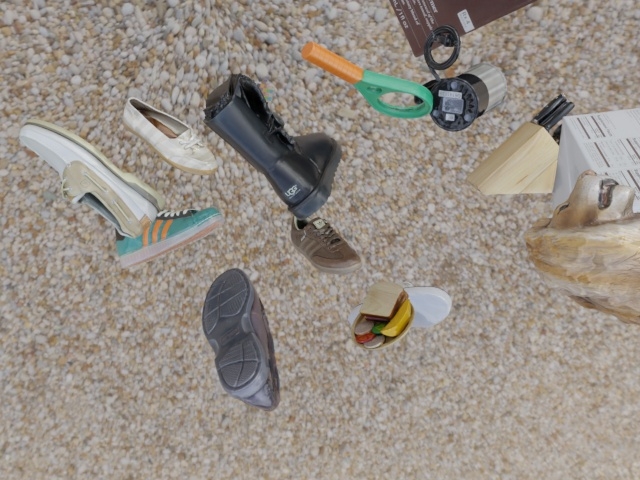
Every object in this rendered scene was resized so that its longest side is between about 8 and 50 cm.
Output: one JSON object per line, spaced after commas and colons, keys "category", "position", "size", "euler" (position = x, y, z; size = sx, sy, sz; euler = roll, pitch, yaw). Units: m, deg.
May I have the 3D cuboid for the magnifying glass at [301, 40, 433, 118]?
{"category": "magnifying glass", "position": [0.073, -0.231, 0.783], "size": [0.230, 0.092, 0.026], "euler": [14, 79, -35]}

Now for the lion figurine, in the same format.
{"category": "lion figurine", "position": [0.414, 0.029, 0.547], "size": [0.391, 0.240, 0.142], "euler": [11, 86, -31]}

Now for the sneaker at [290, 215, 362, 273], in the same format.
{"category": "sneaker", "position": [0.000, 0.000, 0.935], "size": [0.066, 0.188, 0.071], "euler": [-23, 119, -29]}

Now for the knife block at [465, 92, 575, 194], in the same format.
{"category": "knife block", "position": [0.520, -0.243, 1.341], "size": [0.275, 0.088, 0.242], "euler": [-2, 112, -7]}

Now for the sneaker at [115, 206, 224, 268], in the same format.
{"category": "sneaker", "position": [-0.377, -0.035, 1.290], "size": [0.301, 0.108, 0.121], "euler": [-21, 88, 17]}

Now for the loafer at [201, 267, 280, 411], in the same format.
{"category": "loafer", "position": [-0.135, 0.169, 0.929], "size": [0.109, 0.303, 0.095], "euler": [-31, 126, 4]}

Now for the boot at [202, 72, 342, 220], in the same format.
{"category": "boot", "position": [-0.066, -0.164, 0.803], "size": [0.094, 0.247, 0.207], "euler": [-33, 112, 22]}

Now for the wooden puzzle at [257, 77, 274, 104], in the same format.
{"category": "wooden puzzle", "position": [-0.152, -0.396, 1.445], "size": [0.049, 0.006, 0.084], "euler": [15, 99, 13]}

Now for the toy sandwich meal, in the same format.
{"category": "toy sandwich meal", "position": [0.066, 0.082, 0.588], "size": [0.085, 0.086, 0.029], "euler": [-30, 119, 3]}

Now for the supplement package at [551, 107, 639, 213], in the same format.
{"category": "supplement package", "position": [0.499, -0.062, 0.888], "size": [0.145, 0.262, 0.204], "euler": [-4, 131, 10]}

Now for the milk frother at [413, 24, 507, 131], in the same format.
{"category": "milk frother", "position": [0.230, -0.268, 0.859], "size": [0.129, 0.134, 0.143], "euler": [32, 130, 20]}

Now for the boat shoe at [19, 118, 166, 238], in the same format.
{"category": "boat shoe", "position": [-0.461, -0.120, 1.053], "size": [0.302, 0.113, 0.103], "euler": [34, 68, -12]}

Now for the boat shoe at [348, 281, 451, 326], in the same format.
{"category": "boat shoe", "position": [0.167, 0.129, 1.109], "size": [0.096, 0.088, 0.267], "euler": [44, 143, -12]}

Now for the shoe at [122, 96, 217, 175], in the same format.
{"category": "shoe", "position": [-0.293, -0.201, 1.039], "size": [0.219, 0.077, 0.058], "euler": [33, 133, 4]}

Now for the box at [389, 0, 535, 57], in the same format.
{"category": "box", "position": [0.316, -0.528, 1.053], "size": [0.143, 0.381, 0.191], "euler": [-39, 108, -31]}
